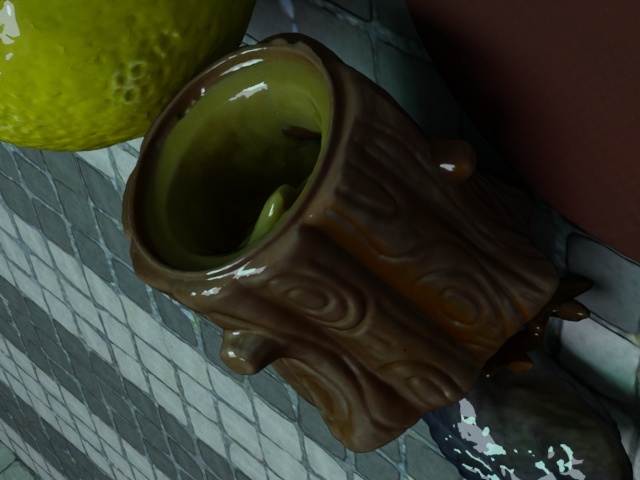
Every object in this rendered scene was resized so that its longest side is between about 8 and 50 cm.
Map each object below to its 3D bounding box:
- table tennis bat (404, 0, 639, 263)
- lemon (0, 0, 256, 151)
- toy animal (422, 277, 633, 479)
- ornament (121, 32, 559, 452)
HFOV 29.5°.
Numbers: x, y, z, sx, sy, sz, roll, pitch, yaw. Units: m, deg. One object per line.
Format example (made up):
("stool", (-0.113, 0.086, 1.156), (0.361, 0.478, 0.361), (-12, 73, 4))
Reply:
("table tennis bat", (0.187, -0.050, 0.683), (0.415, 0.051, 0.268), (50, 162, -3))
("lemon", (-0.171, -0.193, 0.805), (0.293, 0.293, 0.293), (37, 150, 25))
("toy animal", (0.146, 0.120, 0.903), (0.298, 0.122, 0.185), (21, 142, 46))
("ornament", (0.000, 0.000, 0.786), (0.235, 0.221, 0.217), (12, 162, 41))
